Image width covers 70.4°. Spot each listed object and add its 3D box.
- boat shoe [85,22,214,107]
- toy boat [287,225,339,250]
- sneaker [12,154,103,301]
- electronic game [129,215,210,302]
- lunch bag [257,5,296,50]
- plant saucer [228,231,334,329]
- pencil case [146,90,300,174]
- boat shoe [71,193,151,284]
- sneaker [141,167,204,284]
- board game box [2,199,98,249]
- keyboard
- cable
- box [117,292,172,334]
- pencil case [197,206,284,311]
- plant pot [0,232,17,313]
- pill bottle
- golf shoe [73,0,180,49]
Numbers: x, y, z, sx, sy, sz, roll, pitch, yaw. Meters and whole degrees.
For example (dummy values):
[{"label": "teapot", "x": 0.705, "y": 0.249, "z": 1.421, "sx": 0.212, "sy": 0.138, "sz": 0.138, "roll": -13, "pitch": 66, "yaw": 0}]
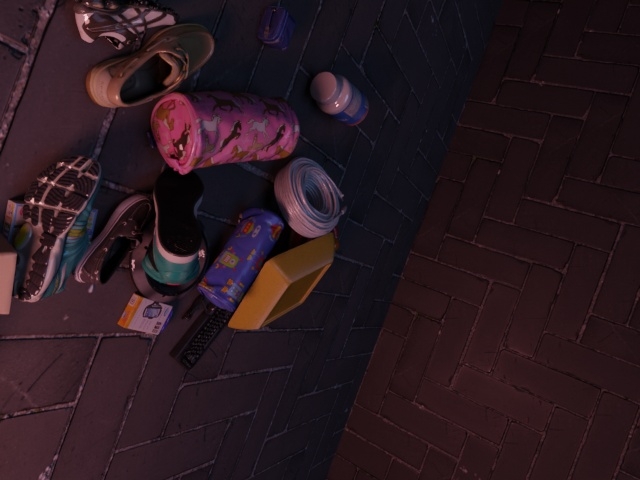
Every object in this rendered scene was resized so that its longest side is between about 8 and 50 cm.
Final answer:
[{"label": "boat shoe", "x": -0.307, "y": -0.345, "z": 0.901, "sx": 0.302, "sy": 0.098, "sz": 0.109, "roll": -46, "pitch": 144, "yaw": -37}, {"label": "toy boat", "x": 0.000, "y": 0.000, "z": 1.615, "sx": 0.231, "sy": 0.151, "sz": 0.150, "roll": -14, "pitch": 121, "yaw": -57}, {"label": "sneaker", "x": -0.463, "y": -0.023, "z": 0.810, "sx": 0.275, "sy": 0.107, "sz": 0.110, "roll": -65, "pitch": 172, "yaw": 1}, {"label": "electronic game", "x": -0.361, "y": 0.040, "z": 1.110, "sx": 0.229, "sy": 0.048, "sz": 0.229, "roll": -24, "pitch": 120, "yaw": -50}, {"label": "lunch bag", "x": -0.111, "y": -0.544, "z": 1.150, "sx": 0.065, "sy": 0.067, "sz": 0.098, "roll": 15, "pitch": 93, "yaw": -62}, {"label": "plant saucer", "x": -0.102, "y": 0.147, "z": 1.453, "sx": 0.333, "sy": 0.081, "sz": 0.332, "roll": -24, "pitch": 155, "yaw": -51}, {"label": "pencil case", "x": -0.207, "y": -0.260, "z": 1.078, "sx": 0.386, "sy": 0.167, "sz": 0.160, "roll": -24, "pitch": 84, "yaw": -54}, {"label": "boat shoe", "x": -0.409, "y": -0.002, "z": 0.938, "sx": 0.080, "sy": 0.076, "sz": 0.228, "roll": 92, "pitch": 20, "yaw": -49}, {"label": "sneaker", "x": -0.320, "y": -0.016, "z": 1.005, "sx": 0.124, "sy": 0.295, "sz": 0.178, "roll": 10, "pitch": 131, "yaw": -22}, {"label": "board game box", "x": -0.503, "y": -0.017, "z": 0.847, "sx": 0.154, "sy": 0.026, "sz": 0.103, "roll": 2, "pitch": 106, "yaw": -61}, {"label": "keyboard", "x": -0.319, "y": 0.214, "z": 1.323, "sx": 0.317, "sy": 0.033, "sz": 0.201, "roll": -55, "pitch": 149, "yaw": -27}, {"label": "cable", "x": -0.037, "y": -0.136, "z": 1.426, "sx": 0.257, "sy": 0.089, "sz": 0.257, "roll": 57, "pitch": 36, "yaw": -19}, {"label": "box", "x": -0.424, "y": 0.184, "z": 1.120, "sx": 0.081, "sy": 0.028, "sz": 0.136, "roll": -65, "pitch": 154, "yaw": -10}, {"label": "pencil case", "x": -0.223, "y": 0.042, "z": 1.264, "sx": 0.306, "sy": 0.133, "sz": 0.119, "roll": -61, "pitch": 169, "yaw": -22}, {"label": "plant pot", "x": -0.559, "y": 0.051, "z": 0.722, "sx": 0.096, "sy": 0.109, "sz": 0.108, "roll": 3, "pitch": 106, "yaw": -47}, {"label": "pill bottle", "x": 0.059, "y": -0.455, "z": 1.452, "sx": 0.221, "sy": 0.124, "sz": 0.124, "roll": 7, "pitch": 102, "yaw": -60}, {"label": "golf shoe", "x": -0.352, "y": -0.399, "z": 0.829, "sx": 0.198, "sy": 0.077, "sz": 0.093, "roll": -21, "pitch": 137, "yaw": -47}]
